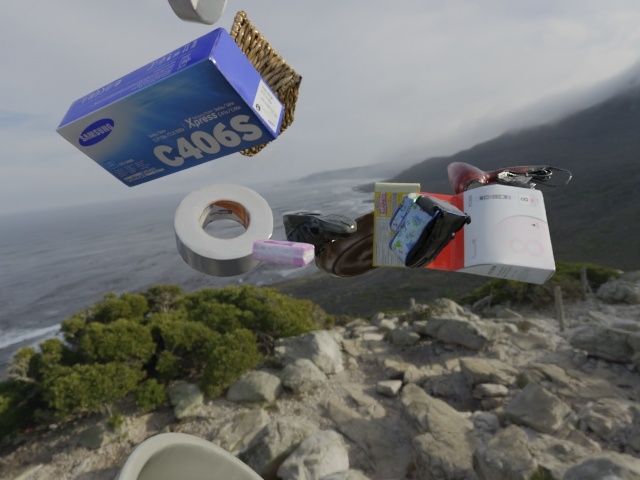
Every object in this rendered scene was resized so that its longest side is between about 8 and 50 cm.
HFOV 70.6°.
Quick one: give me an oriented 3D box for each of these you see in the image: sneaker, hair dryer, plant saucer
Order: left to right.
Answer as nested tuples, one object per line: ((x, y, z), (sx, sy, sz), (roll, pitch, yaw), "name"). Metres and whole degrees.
((0.000, 0.000, 1.087), (0.227, 0.130, 0.087), (4, 14, 43), "sneaker")
((0.136, 0.021, 1.298), (0.310, 0.050, 0.310), (-21, -27, -11), "plant saucer")
((0.432, -0.146, 1.125), (0.223, 0.080, 0.293), (-18, 29, -36), "hair dryer")

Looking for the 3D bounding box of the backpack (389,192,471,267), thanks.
((0.165, -0.017, 0.734), (0.105, 0.114, 0.084), (5, 32, -43), "backpack")

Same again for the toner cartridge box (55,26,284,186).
((-0.250, -0.199, 0.746), (0.348, 0.075, 0.165), (-11, -38, 29), "toner cartridge box")

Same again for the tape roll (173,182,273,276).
((-0.217, -0.027, 1.025), (0.219, 0.219, 0.072), (-9, -33, -18), "tape roll")

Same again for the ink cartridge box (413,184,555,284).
((0.288, -0.024, 0.823), (0.232, 0.066, 0.189), (11, 53, 2), "ink cartridge box")

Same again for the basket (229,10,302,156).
((-0.204, -0.373, 1.160), (0.213, 0.223, 0.299), (-42, 0, -11), "basket")

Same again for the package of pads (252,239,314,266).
((-0.055, 0.018, 0.669), (0.083, 0.032, 0.050), (7, 5, 14), "package of pads")

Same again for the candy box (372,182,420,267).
((0.181, -0.035, 1.085), (0.105, 0.206, 0.027), (4, 18, 13), "candy box")

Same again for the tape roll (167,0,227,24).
((-0.321, -0.782, 1.187), (0.072, 0.392, 0.392), (10, 10, 4), "tape roll")

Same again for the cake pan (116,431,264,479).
((-0.031, 0.250, 0.267), (0.054, 0.293, 0.293), (-42, 16, -7), "cake pan")
